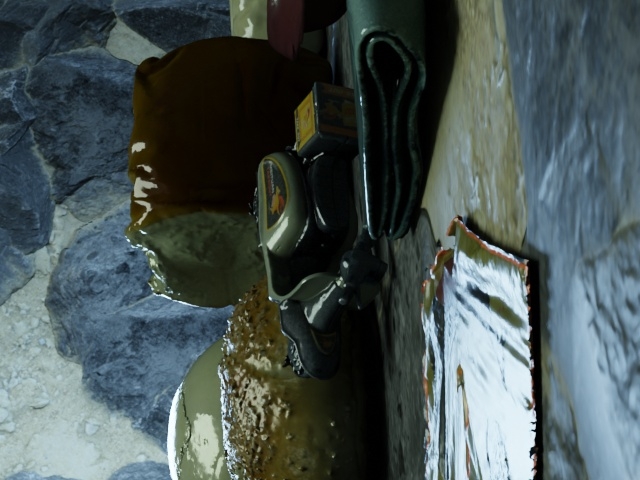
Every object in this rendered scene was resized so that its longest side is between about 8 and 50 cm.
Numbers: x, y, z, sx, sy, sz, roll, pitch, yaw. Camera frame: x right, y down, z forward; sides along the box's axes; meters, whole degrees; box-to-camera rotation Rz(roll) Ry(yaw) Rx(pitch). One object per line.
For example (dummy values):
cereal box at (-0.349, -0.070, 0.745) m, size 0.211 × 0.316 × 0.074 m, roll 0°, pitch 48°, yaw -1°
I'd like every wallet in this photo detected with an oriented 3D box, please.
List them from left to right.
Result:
wallet at (0.046, -0.171, 1.012) m, size 0.290 × 0.054 × 0.251 m, roll 86°, pitch -178°, yaw -64°

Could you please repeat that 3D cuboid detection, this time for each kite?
kite at (0.098, 0.140, 0.823) m, size 0.377 × 0.013 × 0.327 m, roll 99°, pitch 167°, yaw -58°

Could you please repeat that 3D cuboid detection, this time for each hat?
hat at (-0.007, -0.275, 1.322) m, size 0.205 × 0.089 × 0.205 m, roll -179°, pitch 90°, yaw -88°

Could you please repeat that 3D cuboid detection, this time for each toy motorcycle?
toy motorcycle at (0.000, 0.000, 1.264) m, size 0.157 × 0.091 × 0.263 m, roll -46°, pitch 42°, yaw 50°

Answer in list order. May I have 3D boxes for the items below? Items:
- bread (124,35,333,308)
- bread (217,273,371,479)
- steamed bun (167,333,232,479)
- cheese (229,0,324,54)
bread at (-0.098, -0.087, 1.558) m, size 0.225 × 0.250 × 0.279 m, roll 89°, pitch 177°, yaw -61°
bread at (-0.029, 0.164, 1.432) m, size 0.305 × 0.159 × 0.305 m, roll -179°, pitch 90°, yaw -88°
steamed bun at (-0.092, 0.265, 1.806) m, size 0.312 × 0.233 × 0.333 m, roll 117°, pitch 148°, yaw -82°
cheese at (-0.061, -0.256, 1.805) m, size 0.318 × 0.115 × 0.326 m, roll -105°, pitch 11°, yaw -67°
